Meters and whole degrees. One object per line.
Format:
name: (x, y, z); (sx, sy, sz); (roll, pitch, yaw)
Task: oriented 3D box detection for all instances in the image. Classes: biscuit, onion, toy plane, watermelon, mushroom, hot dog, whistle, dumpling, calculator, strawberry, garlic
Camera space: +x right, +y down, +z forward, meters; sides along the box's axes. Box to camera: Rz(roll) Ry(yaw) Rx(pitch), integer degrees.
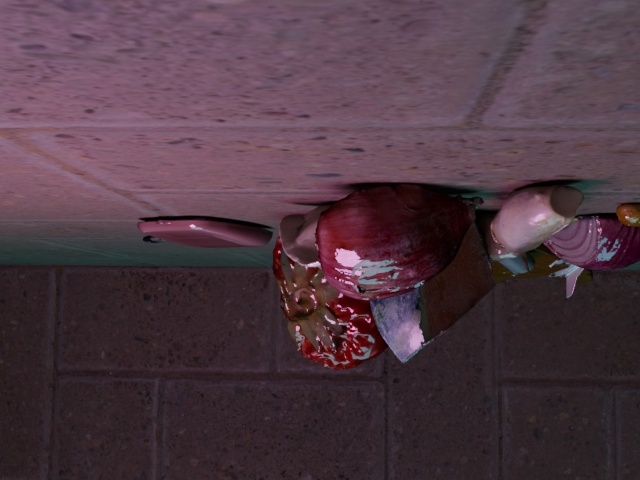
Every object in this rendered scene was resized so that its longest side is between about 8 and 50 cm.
biscuit: (0.495, 0.040, 2.246); (0.368, 0.076, 0.394); (20, 162, -41)
onion: (0.136, 0.006, 1.374); (0.283, 0.120, 0.227); (-19, 147, 1)
toy plane: (0.618, 0.031, 2.012); (0.160, 0.082, 0.234); (3, 137, -26)
onion: (0.602, 0.010, 1.792); (0.247, 0.111, 0.250); (4, 173, -17)
watermelon: (0.222, 0.076, 1.605); (0.226, 0.318, 0.148); (26, 143, -18)
mushroom: (0.342, -0.034, 1.422); (0.122, 0.095, 0.351); (-19, 175, 2)
hot dog: (0.620, -0.037, 1.565); (0.215, 0.047, 0.066); (4, 172, -34)
whistle: (0.412, 0.023, 1.934); (0.062, 0.062, 0.312); (-2, 164, 29)
dumpling: (0.052, -0.001, 1.544); (0.250, 0.132, 0.162); (0, -147, -6)
calculator: (-0.261, -0.017, 1.950); (0.220, 0.048, 0.329); (0, 173, 29)
strawberry: (0.075, 0.085, 1.828); (0.345, 0.317, 0.295); (-18, 160, -51)
garlic: (0.336, 0.009, 1.677); (0.090, 0.129, 0.198); (13, 168, -35)

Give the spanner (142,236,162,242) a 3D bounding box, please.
spanner: (-0.406, -0.009, 2.234); (0.087, 0.024, 0.316); (5, 175, -27)
